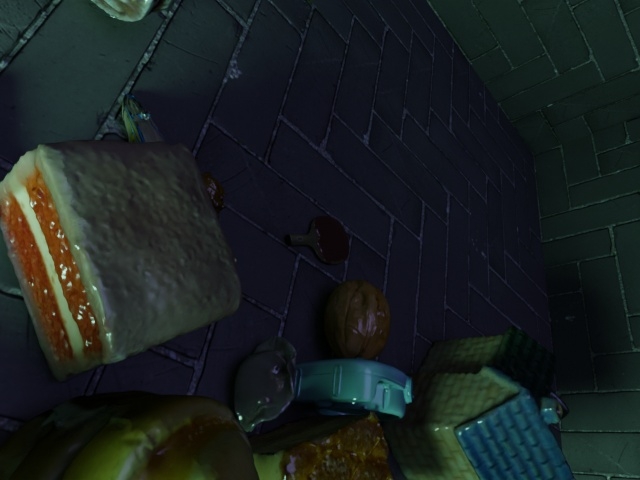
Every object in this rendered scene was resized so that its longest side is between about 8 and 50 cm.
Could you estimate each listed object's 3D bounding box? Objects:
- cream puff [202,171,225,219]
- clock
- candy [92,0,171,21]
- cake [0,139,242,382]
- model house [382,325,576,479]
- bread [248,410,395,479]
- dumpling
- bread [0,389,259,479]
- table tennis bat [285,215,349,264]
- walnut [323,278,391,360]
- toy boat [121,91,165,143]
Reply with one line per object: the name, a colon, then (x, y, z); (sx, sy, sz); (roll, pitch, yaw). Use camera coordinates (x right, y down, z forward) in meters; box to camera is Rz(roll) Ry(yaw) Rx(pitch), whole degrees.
cream puff: (-0.228, -0.065, 0.863); (0.094, 0.122, 0.116); (39, 9, 21)
clock: (0.081, 0.322, 0.968); (0.274, 0.224, 0.094); (31, 54, -38)
candy: (-0.372, -0.541, 0.809); (0.289, 0.215, 0.157); (57, 38, -19)
cake: (-0.291, 0.018, 0.668); (0.230, 0.237, 0.308); (-21, 89, -53)
model house: (0.473, 0.482, 1.218); (0.394, 0.400, 0.445); (59, 40, -9)
bread: (-0.014, 0.475, 0.815); (0.279, 0.207, 0.278); (0, 75, -50)
dumpling: (-0.093, 0.267, 0.870); (0.108, 0.127, 0.187); (54, 38, -38)
bread: (-0.238, 0.292, 0.535); (0.301, 0.342, 0.210); (-34, 108, -44)
table tennis bat: (0.000, 0.000, 1.165); (0.235, 0.022, 0.130); (-1, 76, -50)
walnut: (0.086, 0.187, 1.086); (0.159, 0.159, 0.206); (33, 46, -36)
toy boat: (-0.322, -0.187, 0.848); (0.084, 0.066, 0.210); (0, 63, -61)
